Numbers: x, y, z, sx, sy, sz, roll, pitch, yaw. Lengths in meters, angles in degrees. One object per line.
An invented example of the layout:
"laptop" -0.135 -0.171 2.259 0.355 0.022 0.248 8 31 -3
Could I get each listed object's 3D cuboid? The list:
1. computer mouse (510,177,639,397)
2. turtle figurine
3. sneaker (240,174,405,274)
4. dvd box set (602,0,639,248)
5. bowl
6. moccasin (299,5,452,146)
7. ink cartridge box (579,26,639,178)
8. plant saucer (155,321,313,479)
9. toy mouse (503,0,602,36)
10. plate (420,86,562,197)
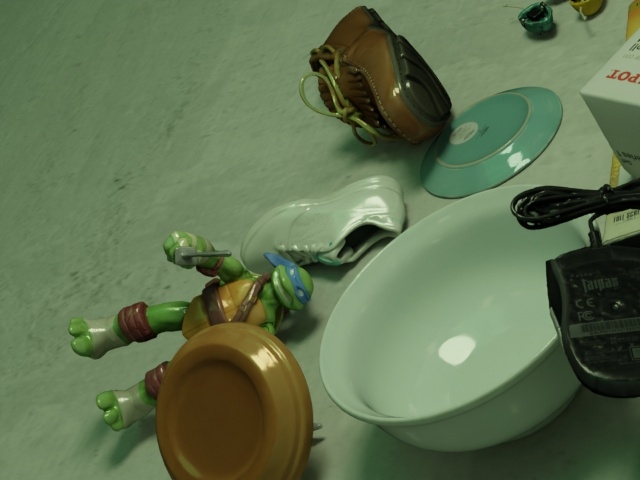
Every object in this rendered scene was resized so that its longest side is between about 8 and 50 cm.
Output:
"computer mouse" 0.274 0.042 1.386 0.184 0.060 0.262 -9 41 -3
"turtle figurine" -0.146 0.103 1.803 0.266 0.198 0.274 -26 27 17
"sneaker" 0.000 0.000 1.926 0.212 0.080 0.094 -25 43 19
"dvd box set" 0.446 -0.157 1.674 0.308 0.062 0.420 -20 34 29
"bowl" 0.155 0.096 1.552 0.298 0.134 0.298 -26 31 17
"moccasin" 0.057 -0.193 2.064 0.147 0.139 0.380 -39 27 4
"ink cartridge box" 0.412 -0.177 1.555 0.278 0.117 0.201 -46 30 -13
"plant saucer" -0.096 0.182 1.674 0.200 0.037 0.200 -2 87 37
"toy mouse" 0.294 -0.297 2.068 0.143 0.031 0.161 -12 38 37
"plate" 0.193 -0.123 1.936 0.188 0.024 0.188 -27 32 18
